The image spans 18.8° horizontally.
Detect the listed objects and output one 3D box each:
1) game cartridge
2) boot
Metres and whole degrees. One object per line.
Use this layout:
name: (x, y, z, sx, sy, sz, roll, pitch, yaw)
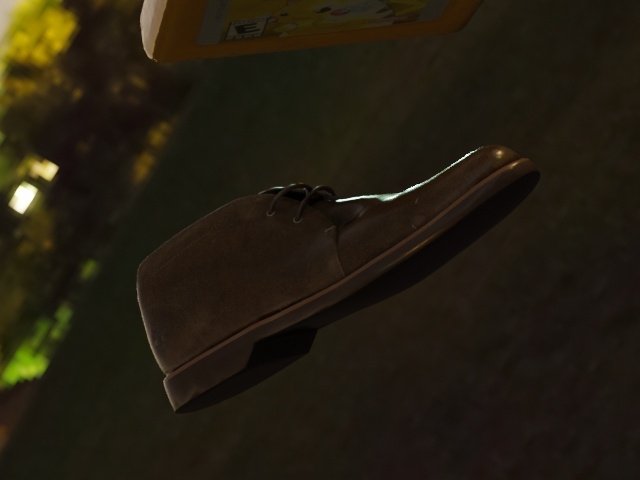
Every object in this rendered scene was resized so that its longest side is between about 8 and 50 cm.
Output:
game cartridge: (0.014, -0.216, 1.497, 0.323, 0.285, 0.052, 133, 129, -76)
boot: (0.000, 0.000, 1.278, 0.305, 0.115, 0.112, -30, -14, 24)
